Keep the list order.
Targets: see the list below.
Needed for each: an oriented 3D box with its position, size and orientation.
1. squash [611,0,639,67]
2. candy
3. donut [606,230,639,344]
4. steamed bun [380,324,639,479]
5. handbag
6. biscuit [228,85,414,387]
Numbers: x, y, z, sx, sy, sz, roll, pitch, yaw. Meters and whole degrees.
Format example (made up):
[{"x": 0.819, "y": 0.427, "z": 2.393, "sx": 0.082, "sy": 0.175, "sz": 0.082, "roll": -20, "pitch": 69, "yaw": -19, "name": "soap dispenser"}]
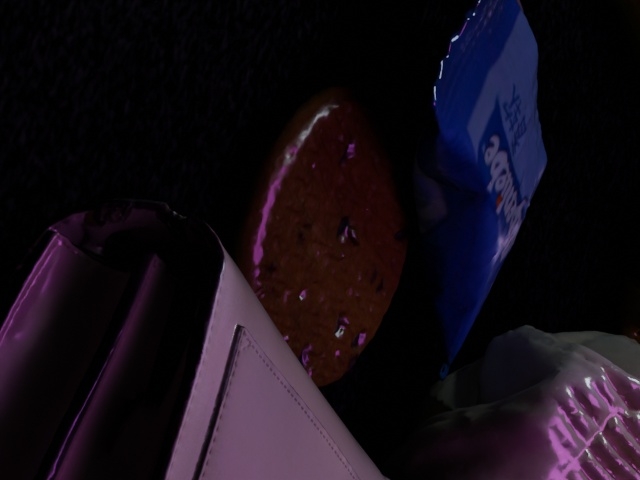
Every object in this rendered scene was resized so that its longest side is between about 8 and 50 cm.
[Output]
[{"x": 0.293, "y": -0.185, "z": 1.681, "sx": 0.069, "sy": 0.069, "sz": 0.258, "roll": -66, "pitch": 151, "yaw": -15, "name": "squash"}, {"x": 0.111, "y": -0.058, "z": 1.380, "sx": 0.331, "sy": 0.077, "sz": 0.187, "roll": 79, "pitch": 28, "yaw": -54, "name": "candy"}, {"x": 0.367, "y": 0.109, "z": 1.811, "sx": 0.128, "sy": 0.208, "sz": 0.261, "roll": -15, "pitch": 121, "yaw": -59, "name": "donut"}, {"x": 0.195, "y": 0.224, "z": 1.533, "sx": 0.394, "sy": 0.237, "sz": 0.347, "roll": -20, "pitch": 106, "yaw": -20, "name": "steamed bun"}, {"x": -0.074, "y": 0.163, "z": 1.108, "sx": 0.237, "sy": 0.160, "sz": 0.358, "roll": -68, "pitch": 152, "yaw": -23, "name": "handbag"}, {"x": 0.000, "y": 0.000, "z": 1.281, "sx": 0.212, "sy": 0.036, "sz": 0.212, "roll": -33, "pitch": 130, "yaw": -51, "name": "biscuit"}]
